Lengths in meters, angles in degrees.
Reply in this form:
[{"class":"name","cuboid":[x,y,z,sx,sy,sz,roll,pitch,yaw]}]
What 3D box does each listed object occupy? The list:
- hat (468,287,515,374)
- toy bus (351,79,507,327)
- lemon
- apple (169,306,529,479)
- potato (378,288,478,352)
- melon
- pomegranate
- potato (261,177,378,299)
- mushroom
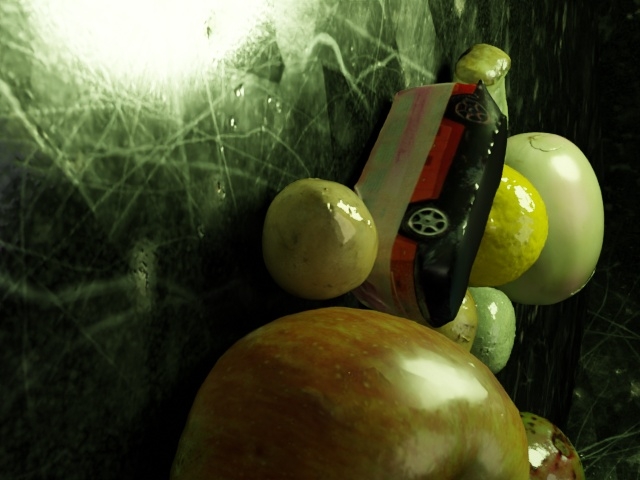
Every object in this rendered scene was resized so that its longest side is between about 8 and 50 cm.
[{"class":"hat","cuboid":[0.224,0.133,1.069,0.257,0.130,0.257,-20,112,-60]},{"class":"toy bus","cuboid":[0.121,-0.048,0.813,0.302,0.147,0.127,-64,148,-32]},{"class":"lemon","cuboid":[0.220,-0.022,0.975,0.203,0.179,0.178,-33,127,-80]},{"class":"apple","cuboid":[0.038,0.194,0.591,0.309,0.250,0.277,-40,130,-50]},{"class":"potato","cuboid":[0.135,0.107,0.898,0.137,0.137,0.175,-44,134,-52]},{"class":"melon","cuboid":[0.375,-0.031,1.229,0.223,0.223,0.316,-44,132,-51]},{"class":"pomegranate","cuboid":[0.360,0.464,1.322,0.242,0.242,0.305,-43,152,-52]},{"class":"potato","cuboid":[0.002,0.001,0.646,0.147,0.112,0.112,39,60,-66]},{"class":"mushroom","cuboid":[0.248,-0.138,1.111,0.107,0.087,0.333,-28,123,-36]}]
